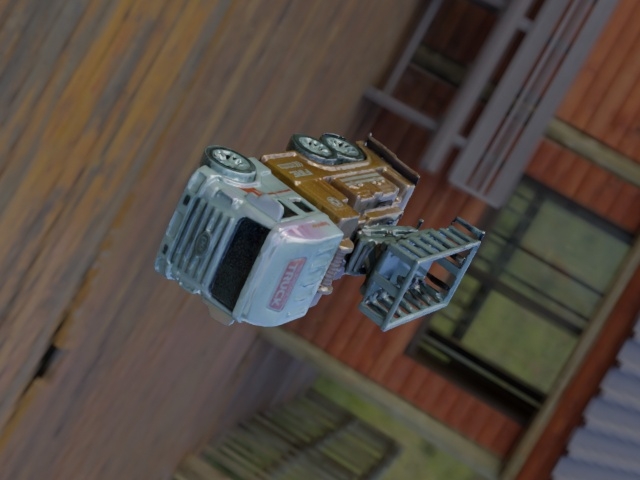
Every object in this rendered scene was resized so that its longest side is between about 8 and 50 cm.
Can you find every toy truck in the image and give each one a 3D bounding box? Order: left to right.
[{"bbox_3d":[-0.001,0.001,0.748,0.178,0.115,0.080,-14,135,-55],"label":"toy truck"}]
